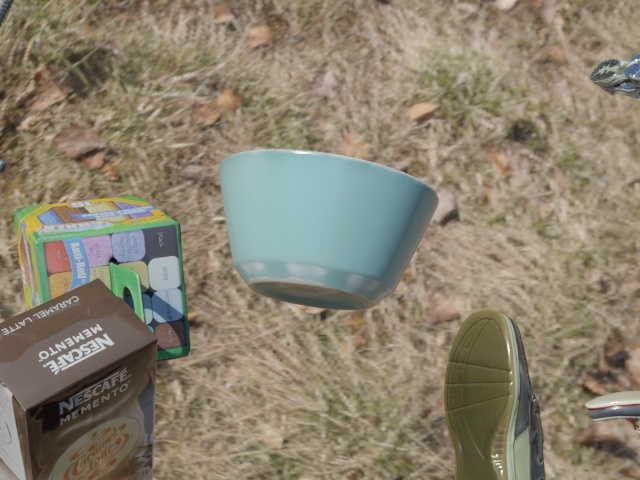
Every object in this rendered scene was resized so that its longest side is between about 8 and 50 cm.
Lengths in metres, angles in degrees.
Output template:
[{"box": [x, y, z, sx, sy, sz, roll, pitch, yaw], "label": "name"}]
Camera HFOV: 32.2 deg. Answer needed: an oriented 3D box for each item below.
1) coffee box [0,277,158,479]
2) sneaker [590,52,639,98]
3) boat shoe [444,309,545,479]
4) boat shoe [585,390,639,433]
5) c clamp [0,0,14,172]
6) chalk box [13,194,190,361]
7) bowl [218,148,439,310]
[{"box": [-0.242, 0.172, 1.060, 0.141, 0.246, 0.098, -28, 56, -32], "label": "coffee box"}, {"box": [0.456, -0.233, 1.584, 0.058, 0.135, 0.052, 42, 69, -31], "label": "sneaker"}, {"box": [0.165, 0.176, 1.006, 0.073, 0.080, 0.223, 7, 78, -42], "label": "boat shoe"}, {"box": [0.323, 0.166, 1.065, 0.137, 0.049, 0.043, -4, 95, -3], "label": "boat shoe"}, {"box": [-0.200, -0.112, 0.610, 0.022, 0.137, 0.160, 54, 47, -60], "label": "c clamp"}, {"box": [-0.274, 0.057, 1.402, 0.179, 0.289, 0.180, -8, 103, -19], "label": "chalk box"}, {"box": [0.000, 0.000, 1.530, 0.311, 0.311, 0.163, 15, 76, -27], "label": "bowl"}]
